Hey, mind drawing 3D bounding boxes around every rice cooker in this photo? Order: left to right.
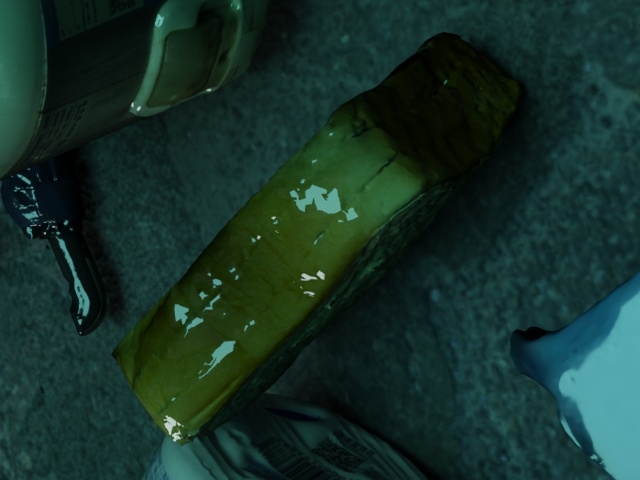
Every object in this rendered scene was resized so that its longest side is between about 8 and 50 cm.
[{"bbox_3d":[-0.197,-0.187,1.105,0.288,0.277,0.288,21,124,36],"label":"rice cooker"}]

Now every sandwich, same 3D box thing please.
[{"bbox_3d":[0.001,0.001,1.045,0.087,0.226,0.251,45,120,6],"label":"sandwich"}]

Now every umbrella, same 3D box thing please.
[{"bbox_3d":[-0.210,-0.049,1.265,0.071,0.071,0.248,-29,86,31],"label":"umbrella"}]

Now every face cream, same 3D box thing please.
[{"bbox_3d":[-0.018,0.186,1.092,0.206,0.206,0.111,31,108,24],"label":"face cream"}]

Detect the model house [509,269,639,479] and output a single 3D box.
[{"bbox_3d":[0.289,0.060,0.888,0.303,0.215,0.237,-42,75,25],"label":"model house"}]
